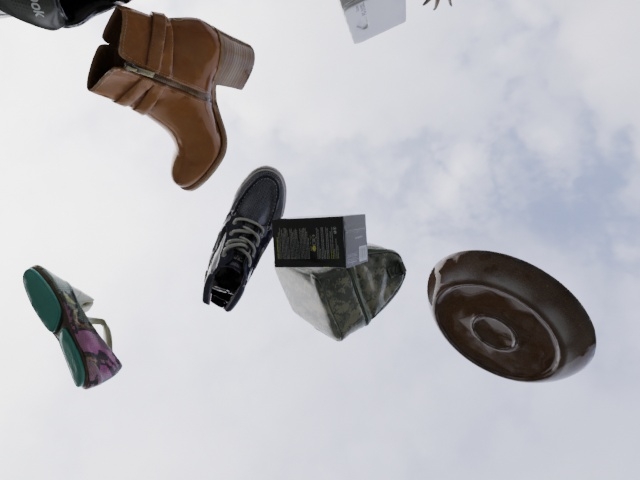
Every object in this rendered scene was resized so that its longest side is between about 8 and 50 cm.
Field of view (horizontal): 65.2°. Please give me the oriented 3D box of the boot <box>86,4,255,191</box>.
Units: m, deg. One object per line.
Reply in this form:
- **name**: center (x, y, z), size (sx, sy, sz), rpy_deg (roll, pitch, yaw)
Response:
- **boot**: center (-0.169, -0.142, 0.531), size (0.073, 0.152, 0.197), rpy_deg (42, -61, 32)

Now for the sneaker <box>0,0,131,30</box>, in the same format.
- **sneaker**: center (-0.264, -0.223, 0.425), size (0.234, 0.078, 0.106), rpy_deg (-21, -130, -25)

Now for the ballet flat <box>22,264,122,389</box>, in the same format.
- **ballet flat**: center (-0.375, 0.126, 0.769), size (0.221, 0.079, 0.077), rpy_deg (50, -58, 20)

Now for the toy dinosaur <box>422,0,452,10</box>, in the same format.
- **toy dinosaur**: center (0.329, -0.669, 1.268), size (0.127, 0.296, 0.200), rpy_deg (-37, -114, 47)

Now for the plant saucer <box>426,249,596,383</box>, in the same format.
- **plant saucer**: center (0.322, 0.154, 0.907), size (0.310, 0.310, 0.050), rpy_deg (44, -123, 5)

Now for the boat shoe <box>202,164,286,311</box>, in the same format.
- **boat shoe**: center (-0.165, 0.001, 1.116), size (0.127, 0.158, 0.340), rpy_deg (20, -78, -12)

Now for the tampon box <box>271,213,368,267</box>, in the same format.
- **tampon box**: center (0.000, 0.000, 1.025), size (0.161, 0.120, 0.101), rpy_deg (-1, -85, 28)

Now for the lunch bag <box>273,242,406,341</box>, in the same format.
- **lunch bag**: center (0.054, 0.096, 1.355), size (0.256, 0.305, 0.212), rpy_deg (-27, -71, -23)

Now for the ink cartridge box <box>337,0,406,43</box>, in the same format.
- **ink cartridge box**: center (0.050, -0.456, 0.776), size (0.100, 0.172, 0.237), rpy_deg (-19, -90, 11)
